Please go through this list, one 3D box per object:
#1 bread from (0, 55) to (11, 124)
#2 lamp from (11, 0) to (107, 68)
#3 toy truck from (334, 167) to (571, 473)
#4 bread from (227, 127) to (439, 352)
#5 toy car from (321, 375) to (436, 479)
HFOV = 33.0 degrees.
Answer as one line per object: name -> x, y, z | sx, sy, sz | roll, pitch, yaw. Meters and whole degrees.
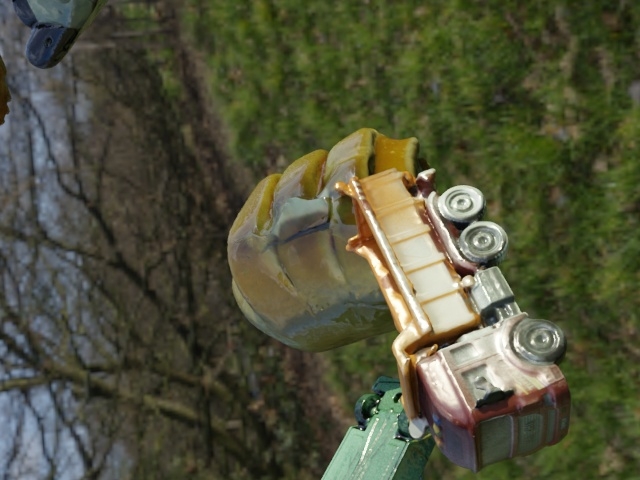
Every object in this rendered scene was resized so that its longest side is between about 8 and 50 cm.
bread -> -0.301, -0.143, 0.772 | 0.114, 0.132, 0.191 | -122, 13, -46
lamp -> -0.317, -0.302, 1.064 | 0.198, 0.244, 0.198 | -47, 15, 17
toy truck -> 0.106, 0.058, 0.916 | 0.114, 0.135, 0.270 | 76, 172, -52
bread -> 0.000, 0.000, 1.567 | 0.210, 0.341, 0.301 | 34, -131, -46
toy car -> 0.064, 0.334, 1.459 | 0.141, 0.097, 0.321 | 1, 55, 54
